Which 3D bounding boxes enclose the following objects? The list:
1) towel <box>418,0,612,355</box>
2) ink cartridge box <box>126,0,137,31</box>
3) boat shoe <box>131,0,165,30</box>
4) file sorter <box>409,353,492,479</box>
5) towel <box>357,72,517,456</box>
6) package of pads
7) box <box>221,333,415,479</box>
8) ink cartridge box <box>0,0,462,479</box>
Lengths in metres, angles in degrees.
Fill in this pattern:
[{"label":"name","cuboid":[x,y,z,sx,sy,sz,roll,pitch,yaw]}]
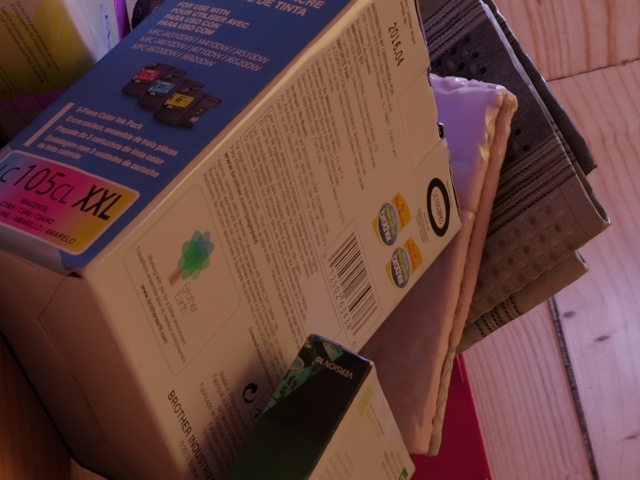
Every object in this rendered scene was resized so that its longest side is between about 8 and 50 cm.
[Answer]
[{"label":"towel","cuboid":[0.080,-0.047,1.244,0.056,0.324,0.312,11,48,-50]},{"label":"ink cartridge box","cuboid":[-0.141,-0.120,1.200,0.100,0.172,0.237,72,7,-54]},{"label":"boat shoe","cuboid":[-0.113,-0.169,1.104,0.223,0.073,0.080,-80,164,-50]},{"label":"file sorter","cuboid":[0.021,0.203,1.516,0.182,0.290,0.202,-95,170,-74]},{"label":"towel","cuboid":[0.000,0.000,1.228,0.053,0.332,0.317,9,93,-51]},{"label":"package of pads","cuboid":[-0.215,-0.198,0.996,0.296,0.101,0.229,70,8,-61]},{"label":"box","cuboid":[-0.045,0.248,0.962,0.322,0.058,0.232,-60,157,-19]},{"label":"ink cartridge box","cuboid":[-0.043,-0.036,0.989,0.395,0.151,0.270,-47,141,-28]}]
